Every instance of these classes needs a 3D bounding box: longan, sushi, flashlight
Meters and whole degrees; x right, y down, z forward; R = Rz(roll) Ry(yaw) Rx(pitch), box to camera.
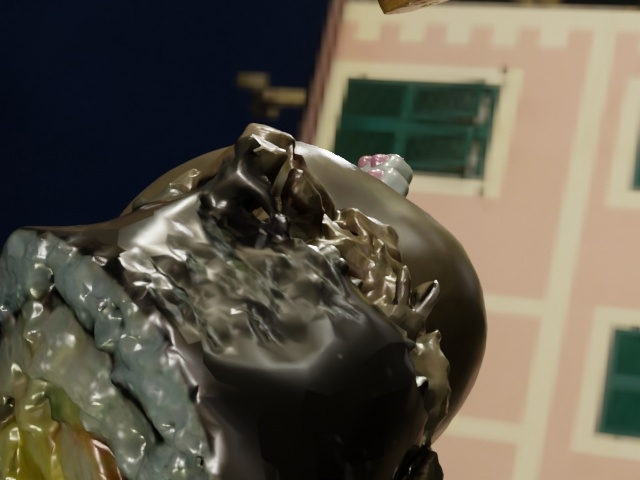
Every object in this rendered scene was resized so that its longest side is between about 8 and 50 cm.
[{"bbox_3d":[-0.019,0.051,1.051,0.248,0.248,0.248,5,-90,-67],"label":"longan"},{"bbox_3d":[-0.031,0.084,0.778,0.218,0.225,0.238,-11,-32,-48],"label":"sushi"},{"bbox_3d":[0.000,0.000,1.427,0.200,0.093,0.047,-47,-72,-17],"label":"flashlight"}]

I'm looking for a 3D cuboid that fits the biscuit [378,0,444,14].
[{"bbox_3d":[0.164,-0.269,1.648,0.180,0.236,0.039,-26,-81,-55],"label":"biscuit"}]
